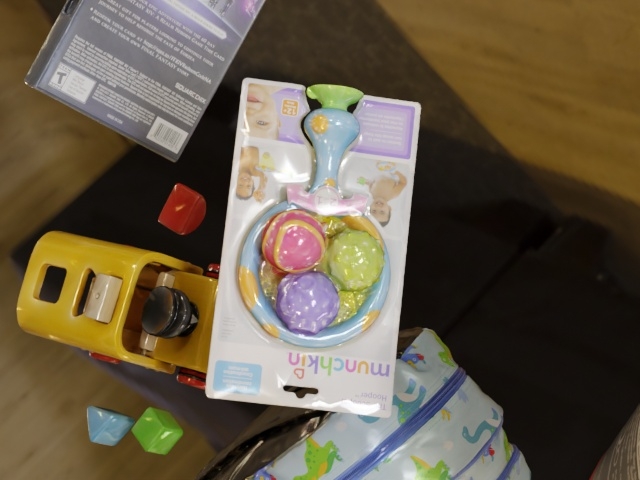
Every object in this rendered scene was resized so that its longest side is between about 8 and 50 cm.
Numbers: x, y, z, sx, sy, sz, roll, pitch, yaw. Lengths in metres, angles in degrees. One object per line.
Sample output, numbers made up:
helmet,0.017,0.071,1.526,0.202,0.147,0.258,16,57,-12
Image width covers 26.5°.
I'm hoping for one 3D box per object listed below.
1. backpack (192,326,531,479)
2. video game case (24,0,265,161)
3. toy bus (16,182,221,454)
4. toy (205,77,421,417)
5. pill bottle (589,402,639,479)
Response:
backpack,0.026,0.230,1.296,0.273,0.290,0.355,42,129,16
video game case,-0.139,-0.229,1.280,0.026,0.274,0.196,29,-179,40
toy bus,-0.146,0.053,1.073,0.104,0.202,0.191,24,-146,-54
toy,0.000,0.000,0.975,0.137,0.237,0.056,8,167,-8
pill bottle,0.290,0.137,0.799,0.210,0.210,0.363,40,155,17
